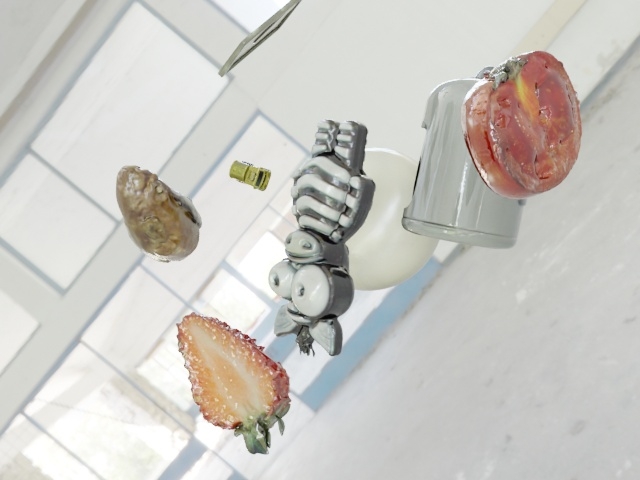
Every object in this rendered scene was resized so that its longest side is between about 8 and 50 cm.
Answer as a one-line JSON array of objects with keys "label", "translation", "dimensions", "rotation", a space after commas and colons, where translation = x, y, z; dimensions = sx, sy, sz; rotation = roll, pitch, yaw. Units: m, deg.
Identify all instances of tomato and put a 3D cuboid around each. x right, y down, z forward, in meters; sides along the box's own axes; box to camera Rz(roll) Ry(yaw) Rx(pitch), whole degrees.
[{"label": "tomato", "translation": [0.195, -0.115, 0.689], "dimensions": [0.091, 0.139, 0.159], "rotation": [-9, 32, 51]}]

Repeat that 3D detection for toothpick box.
[{"label": "toothpick box", "translation": [0.283, -0.151, 1.171], "dimensions": [0.229, 0.229, 0.316], "rotation": [-53, -26, -84]}]

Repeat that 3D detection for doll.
[{"label": "doll", "translation": [0.000, 0.000, 0.596], "dimensions": [0.067, 0.091, 0.219], "rotation": [5, -84, -46]}]

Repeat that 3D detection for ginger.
[{"label": "ginger", "translation": [-0.361, -0.045, 1.514], "dimensions": [0.165, 0.172, 0.321], "rotation": [-33, -25, -12]}]

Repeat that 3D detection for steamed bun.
[{"label": "steamed bun", "translation": [0.103, -0.048, 1.439], "dimensions": [0.324, 0.324, 0.206], "rotation": [-50, -24, 12]}]

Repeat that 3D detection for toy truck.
[{"label": "toy truck", "translation": [-0.144, -0.136, 1.368], "dimensions": [0.054, 0.083, 0.049], "rotation": [12, -80, -56]}]

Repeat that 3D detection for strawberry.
[{"label": "strawberry", "translation": [-0.145, 0.247, 1.199], "dimensions": [0.188, 0.286, 0.106], "rotation": [-41, -15, 24]}]

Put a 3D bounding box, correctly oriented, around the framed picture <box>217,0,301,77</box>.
[{"label": "framed picture", "translation": [-0.122, -0.429, 1.371], "dimensions": [0.203, 0.015, 0.150], "rotation": [-49, 11, -27]}]
